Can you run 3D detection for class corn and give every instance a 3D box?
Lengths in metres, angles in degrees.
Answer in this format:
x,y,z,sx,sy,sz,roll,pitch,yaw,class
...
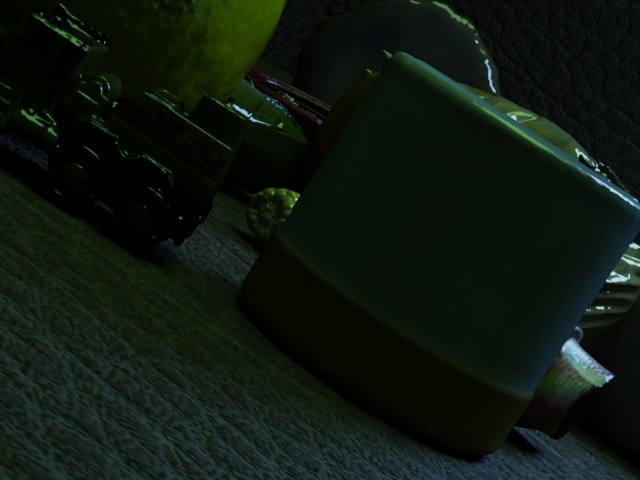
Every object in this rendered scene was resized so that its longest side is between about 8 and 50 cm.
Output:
x,y,z,sx,sy,sz,roll,pitch,yaw,class
0.000,0.000,1.656,0.085,0.063,0.165,6,-15,45,corn

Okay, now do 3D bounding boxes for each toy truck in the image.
x,y,z,sx,sy,sz,roll,pitch,yaw,class
-0.187,-0.101,1.298,0.257,0.127,0.127,29,8,-1,toy truck

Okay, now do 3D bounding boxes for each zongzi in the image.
x,y,z,sx,sy,sz,roll,pitch,yaw,class
-0.120,-0.118,1.782,0.228,0.115,0.256,37,13,-5,zongzi

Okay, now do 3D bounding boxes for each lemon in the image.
x,y,z,sx,sy,sz,roll,pitch,yaw,class
-0.180,-0.251,1.476,0.364,0.364,0.364,32,7,-4,lemon

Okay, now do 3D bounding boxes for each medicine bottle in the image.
x,y,z,sx,sy,sz,roll,pitch,yaw,class
0.095,0.009,1.328,0.238,0.232,0.238,33,6,-4,medicine bottle

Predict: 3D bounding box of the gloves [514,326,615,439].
x,y,z,sx,sy,sz,roll,pitch,yaw,class
0.137,0.073,1.515,0.241,0.126,0.145,44,5,14,gloves

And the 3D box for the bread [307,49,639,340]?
x,y,z,sx,sy,sz,roll,pitch,yaw,class
0.149,-0.028,1.776,0.183,0.236,0.388,0,25,-44,bread

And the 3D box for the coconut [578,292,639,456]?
x,y,z,sx,sy,sz,roll,pitch,yaw,class
0.415,0.108,1.835,0.329,0.329,0.329,32,7,-4,coconut

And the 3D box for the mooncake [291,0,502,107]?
x,y,z,sx,sy,sz,roll,pitch,yaw,class
0.117,-0.216,2.653,0.324,0.324,0.187,33,6,2,mooncake

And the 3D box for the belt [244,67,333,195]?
x,y,z,sx,sy,sz,roll,pitch,yaw,class
0.004,-0.096,2.058,0.324,0.115,0.227,32,12,16,belt
